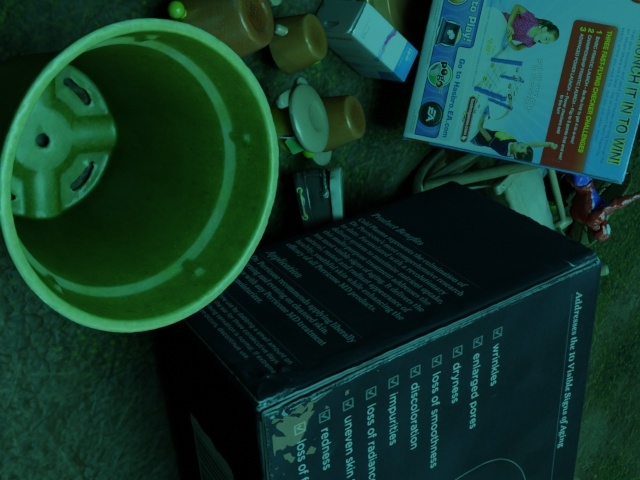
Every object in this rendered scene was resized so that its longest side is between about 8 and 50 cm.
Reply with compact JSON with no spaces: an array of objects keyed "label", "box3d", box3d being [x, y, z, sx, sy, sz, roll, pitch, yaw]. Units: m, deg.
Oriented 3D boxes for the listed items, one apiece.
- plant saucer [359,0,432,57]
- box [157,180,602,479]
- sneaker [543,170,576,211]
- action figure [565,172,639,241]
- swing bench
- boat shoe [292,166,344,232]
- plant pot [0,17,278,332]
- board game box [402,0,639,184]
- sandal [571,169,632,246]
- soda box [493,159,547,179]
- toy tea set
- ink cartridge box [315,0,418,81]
[{"label":"plant saucer","box3d":[0.139,-0.360,1.217,0.200,0.037,0.200,-15,113,-38]},{"label":"box","box3d":[0.078,0.238,1.109,0.472,0.297,0.480,-18,123,-26]},{"label":"sneaker","box3d":[0.464,-0.136,1.542,0.234,0.097,0.084,-51,131,-17]},{"label":"action figure","box3d":[0.460,-0.134,1.429,0.139,0.091,0.280,-28,111,-7]},{"label":"swing bench","box3d":[0.290,-0.034,1.355,0.255,0.165,0.253,-22,126,5]},{"label":"boat shoe","box3d":[0.000,0.000,1.190,0.081,0.069,0.227,-84,173,-57]},{"label":"plant pot","box3d":[-0.226,-0.081,0.829,0.276,0.254,0.276,-16,115,-38]},{"label":"board game box","box3d":[0.293,-0.258,1.164,0.086,0.302,0.308,-28,131,-78]},{"label":"sandal","box3d":[0.549,-0.063,1.667,0.180,0.072,0.049,-61,149,-7]},{"label":"soda box","box3d":[0.379,-0.162,1.480,0.183,0.063,0.058,-49,128,-18]},{"label":"toy tea set","box3d":[-0.069,-0.210,1.054,0.336,0.124,0.200,59,34,-33]},{"label":"ink cartridge box","box3d":[0.058,-0.268,1.137,0.122,0.088,0.052,30,83,-43]}]
